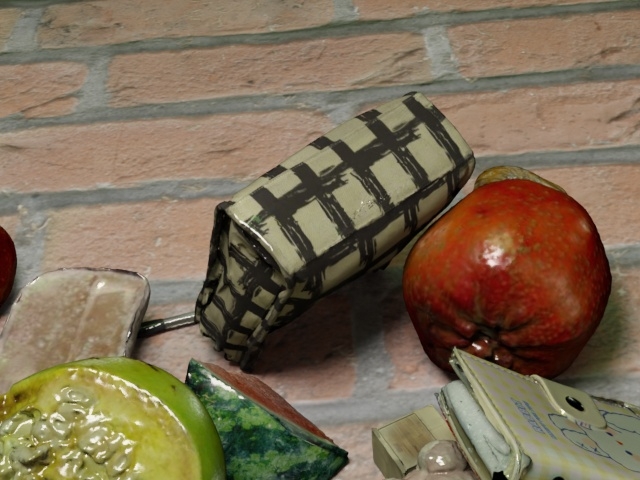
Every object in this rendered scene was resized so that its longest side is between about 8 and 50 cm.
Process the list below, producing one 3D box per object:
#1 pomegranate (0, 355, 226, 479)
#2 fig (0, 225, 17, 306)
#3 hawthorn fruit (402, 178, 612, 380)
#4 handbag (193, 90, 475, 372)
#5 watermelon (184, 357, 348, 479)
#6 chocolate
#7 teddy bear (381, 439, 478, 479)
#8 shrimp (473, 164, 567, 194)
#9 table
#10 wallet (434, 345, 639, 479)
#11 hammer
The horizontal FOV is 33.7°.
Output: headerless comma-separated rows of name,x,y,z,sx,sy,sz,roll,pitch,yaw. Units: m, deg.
pomegranate,-0.219,0.301,1.126,0.310,0.216,0.358,-44,85,-10
fig,-0.515,0.070,1.490,0.175,0.207,0.175,-6,-3,0
hawthorn fruit,0.245,0.038,1.352,0.254,0.254,0.300,9,34,17
handbag,0.000,0.000,1.346,0.325,0.327,0.162,-33,78,-30
watermelon,-0.066,0.213,1.275,0.207,0.136,0.202,6,45,-8
chocolate,-0.328,0.175,1.356,0.185,0.100,0.303,5,51,8
teddy bear,0.172,0.328,1.081,0.267,0.151,0.236,26,43,38
shrimp,0.307,-0.050,1.592,0.150,0.051,0.217,5,37,2
table,0.115,0.250,1.244,0.083,0.062,0.079,-21,42,-18
wallet,0.291,0.226,1.141,0.309,0.077,0.223,17,17,-22
hammer,-0.236,0.117,1.475,0.246,0.029,0.103,-13,41,-6
